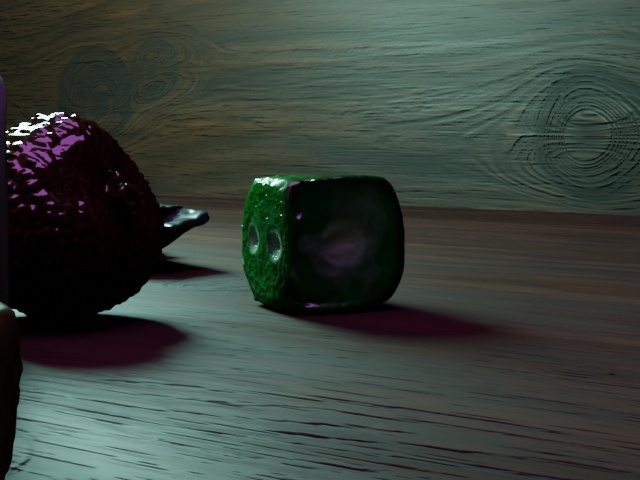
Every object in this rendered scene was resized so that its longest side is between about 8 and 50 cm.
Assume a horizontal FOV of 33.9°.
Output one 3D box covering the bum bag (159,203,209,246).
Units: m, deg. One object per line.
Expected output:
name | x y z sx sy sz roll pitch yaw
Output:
bum bag | -0.248 -0.010 1.387 0.137 0.074 0.310 -16 7 -27

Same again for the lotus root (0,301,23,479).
lotus root | -0.319 0.075 0.412 0.390 0.111 0.375 -3 2 -20

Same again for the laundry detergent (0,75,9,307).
laundry detergent | -0.299 -0.054 0.782 0.105 0.281 0.214 -5 7 -32

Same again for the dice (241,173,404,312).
dice | 0.000 0.000 1.034 0.128 0.131 0.120 -4 5 -27

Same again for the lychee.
lychee | -0.236 -0.013 0.943 0.194 0.195 0.194 0 6 0
